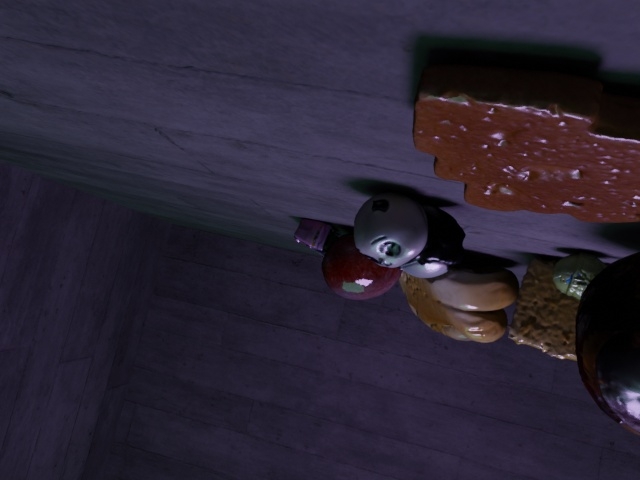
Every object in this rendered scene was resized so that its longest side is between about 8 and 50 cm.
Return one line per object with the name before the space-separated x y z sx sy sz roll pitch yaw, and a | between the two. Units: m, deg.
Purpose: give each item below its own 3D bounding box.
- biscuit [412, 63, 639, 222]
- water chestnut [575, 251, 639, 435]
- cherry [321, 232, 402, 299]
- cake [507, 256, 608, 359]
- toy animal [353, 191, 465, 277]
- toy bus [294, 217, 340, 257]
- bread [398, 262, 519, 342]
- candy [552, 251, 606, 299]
biscuit | 0.199 -0.080 0.391 0.306 0.043 0.284 19 173 -33
water chestnut | 0.563 0.143 0.652 0.335 0.335 0.347 11 -156 20
cherry | 0.133 0.081 1.301 0.239 0.206 0.239 18 171 3
cake | 0.605 0.175 1.056 0.222 0.227 0.286 14 174 33
toy animal | 0.141 -0.006 0.769 0.179 0.138 0.166 10 160 -24
toy bus | 0.000 -0.001 1.400 0.112 0.090 0.274 21 175 13
bread | 0.393 0.166 1.339 0.329 0.245 0.424 15 178 -15
candy | 0.618 0.105 0.819 0.335 0.093 0.092 19 176 28
